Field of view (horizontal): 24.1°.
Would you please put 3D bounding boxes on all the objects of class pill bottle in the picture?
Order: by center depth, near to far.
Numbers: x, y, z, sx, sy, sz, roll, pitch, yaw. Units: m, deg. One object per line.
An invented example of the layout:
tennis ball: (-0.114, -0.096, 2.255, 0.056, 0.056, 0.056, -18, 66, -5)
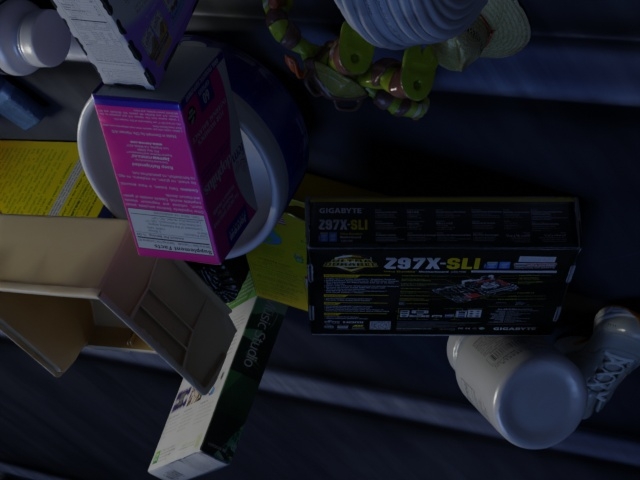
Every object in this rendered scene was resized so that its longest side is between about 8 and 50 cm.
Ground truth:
pill bottle: (-0.391, -0.249, 1.837, 0.169, 0.094, 0.094, 6, 150, 33)
pill bottle: (0.253, 0.177, 2.000, 0.131, 0.131, 0.229, 33, -175, -21)

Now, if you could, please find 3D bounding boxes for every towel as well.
towel: (-0.433, -0.199, 2.049, 0.119, 0.029, 0.067, 37, 152, -25)

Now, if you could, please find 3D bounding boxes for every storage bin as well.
storage bin: (-0.282, 0.083, 1.914, 0.262, 0.123, 0.260, 2, 147, 35)

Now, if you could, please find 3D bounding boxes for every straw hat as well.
straw hat: (0.137, -0.206, 1.511, 0.144, 0.061, 0.144, 18, 154, 9)

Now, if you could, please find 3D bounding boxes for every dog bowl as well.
dog bowl: (-0.151, -0.110, 1.796, 0.265, 0.104, 0.265, 15, 133, 17)

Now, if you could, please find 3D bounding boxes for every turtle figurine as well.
turtle figurine: (0.017, -0.188, 1.552, 0.269, 0.087, 0.217, 37, 172, -18)

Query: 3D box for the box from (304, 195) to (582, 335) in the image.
box: (0.143, 0.036, 1.847, 0.322, 0.079, 0.257, 0, 151, 1)

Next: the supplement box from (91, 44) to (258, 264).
supplement box: (-0.157, -0.094, 1.660, 0.114, 0.111, 0.220, 7, 131, 22)

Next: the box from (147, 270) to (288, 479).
box: (-0.143, 0.195, 2.237, 0.058, 0.322, 0.232, 26, 156, -17)

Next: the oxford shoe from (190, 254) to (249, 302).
oxford shoe: (-0.157, -0.030, 2.090, 0.083, 0.096, 0.227, 2, 128, 28)

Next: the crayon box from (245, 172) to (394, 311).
crayon box: (0.000, 0.000, 2.012, 0.202, 0.081, 0.318, 17, 155, 13)

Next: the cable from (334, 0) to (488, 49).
cable: (0.078, -0.278, 1.188, 0.089, 0.257, 0.257, 6, 150, 23)

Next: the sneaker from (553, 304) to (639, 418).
sneaker: (0.375, 0.175, 1.992, 0.099, 0.121, 0.262, 25, 155, -5)

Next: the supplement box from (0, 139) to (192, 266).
supplement box: (-0.366, -0.011, 2.168, 0.356, 0.195, 0.194, 4, 148, 36)

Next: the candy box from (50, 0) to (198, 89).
candy box: (-0.200, -0.280, 1.529, 0.070, 0.165, 0.196, 9, 151, 25)
